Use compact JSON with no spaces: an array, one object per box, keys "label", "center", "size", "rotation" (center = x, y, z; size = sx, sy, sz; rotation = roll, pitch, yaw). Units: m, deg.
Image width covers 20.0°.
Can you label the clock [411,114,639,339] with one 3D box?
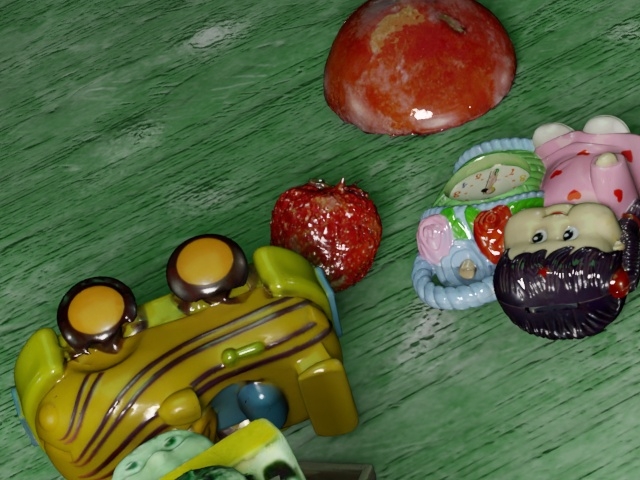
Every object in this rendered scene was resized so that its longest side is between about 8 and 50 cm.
[{"label":"clock","center":[0.170,-0.002,1.445],"size":[0.194,0.100,0.195],"rotation":[-9,33,23]}]

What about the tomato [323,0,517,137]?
[{"label":"tomato","center":[0.085,-0.184,1.741],"size":[0.173,0.099,0.189],"rotation":[-34,37,-22]}]

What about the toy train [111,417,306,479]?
[{"label":"toy train","center":[-0.018,0.239,0.956],"size":[0.150,0.369,0.237],"rotation":[-31,32,-16]}]

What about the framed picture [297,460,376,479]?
[{"label":"framed picture","center":[-0.074,0.216,1.334],"size":[0.203,0.015,0.150],"rotation":[-1,38,27]}]

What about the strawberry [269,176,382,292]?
[{"label":"strawberry","center":[0.000,0.001,1.527],"size":[0.106,0.106,0.106],"rotation":[-14,34,10]}]

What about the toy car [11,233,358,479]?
[{"label":"toy car","center":[-0.092,0.114,1.326],"size":[0.248,0.200,0.142],"rotation":[-23,55,-3]}]
